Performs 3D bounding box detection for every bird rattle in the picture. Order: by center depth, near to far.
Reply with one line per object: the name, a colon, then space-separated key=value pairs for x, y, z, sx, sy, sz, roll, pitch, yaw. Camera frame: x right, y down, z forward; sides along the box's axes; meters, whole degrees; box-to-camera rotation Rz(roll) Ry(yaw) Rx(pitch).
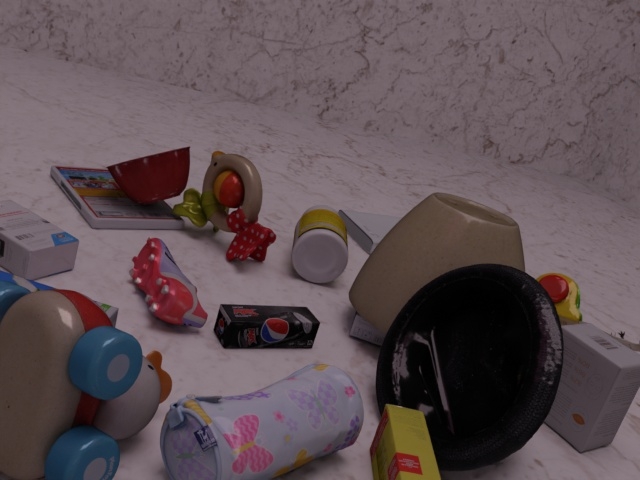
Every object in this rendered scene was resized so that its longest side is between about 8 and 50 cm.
bird rattle: x=-0.191 y=-0.075 z=1.510 sx=0.143 sy=0.206 sz=0.254 roll=-2 pitch=24 yaw=-40

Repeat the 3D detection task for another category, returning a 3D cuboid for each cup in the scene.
cup: x=0.245 y=0.049 z=1.351 sx=0.331 sy=0.236 sz=0.331 roll=17 pitch=15 yaw=-5

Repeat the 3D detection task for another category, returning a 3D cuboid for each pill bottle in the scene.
pill bottle: x=0.000 y=0.000 z=1.580 sx=0.119 sy=0.119 sz=0.208 roll=15 pitch=21 yaw=-5

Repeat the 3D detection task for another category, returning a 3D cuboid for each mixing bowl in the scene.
mixing bowl: x=-0.354 y=-0.134 z=1.552 sx=0.182 sy=0.098 sz=0.181 roll=-14 pitch=9 yaw=2

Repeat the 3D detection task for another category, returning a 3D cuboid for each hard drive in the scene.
hard drive: x=0.218 y=-0.011 z=1.904 sx=0.308 sy=0.040 sz=0.203 roll=7 pitch=23 yaw=-29

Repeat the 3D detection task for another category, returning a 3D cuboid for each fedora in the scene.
fedora: x=0.243 y=0.205 z=1.109 sx=0.152 sy=0.334 sz=0.334 roll=45 pitch=0 yaw=-38

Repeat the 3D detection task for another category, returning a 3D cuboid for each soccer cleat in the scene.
soccer cleat: x=-0.265 y=0.073 z=1.257 sx=0.095 sy=0.083 sz=0.248 roll=34 pitch=6 yaw=-32

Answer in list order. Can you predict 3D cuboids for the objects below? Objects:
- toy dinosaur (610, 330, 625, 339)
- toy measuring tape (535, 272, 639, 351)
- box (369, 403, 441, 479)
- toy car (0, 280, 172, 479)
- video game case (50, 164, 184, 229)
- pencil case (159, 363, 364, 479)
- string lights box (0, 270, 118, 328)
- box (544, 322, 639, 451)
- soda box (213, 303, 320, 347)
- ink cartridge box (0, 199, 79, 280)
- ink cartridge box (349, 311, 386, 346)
toy dinosaur: x=0.663 y=0.237 z=1.624 sx=0.090 sy=0.047 sz=0.082 roll=36 pitch=45 yaw=13
toy measuring tape: x=0.588 y=0.150 z=1.634 sx=0.330 sy=0.121 sz=0.121 roll=20 pitch=18 yaw=32
box: x=0.109 y=0.309 z=0.912 sx=0.058 sy=0.087 sz=0.232 roll=15 pitch=21 yaw=-6
toy car: x=-0.263 y=0.162 z=0.861 sx=0.219 sy=0.210 sz=0.238 roll=16 pitch=4 yaw=31
video game case: x=-0.452 y=-0.096 z=1.599 sx=0.204 sy=0.025 sz=0.285 roll=0 pitch=27 yaw=-39
pencil case: x=-0.067 y=0.235 z=0.916 sx=0.273 sy=0.113 sz=0.124 roll=-4 pitch=51 yaw=-47
string lights box: x=-0.431 y=0.112 z=0.997 sx=0.260 sy=0.076 sz=0.133 roll=18 pitch=21 yaw=2
box: x=0.450 y=0.246 z=1.230 sx=0.091 sy=0.170 sz=0.130 roll=0 pitch=26 yaw=-36
soda box: x=-0.089 y=0.145 z=1.223 sx=0.169 sy=0.053 sz=0.060 roll=4 pitch=24 yaw=-31
ink cartridge box: x=-0.520 y=-0.003 z=1.248 sx=0.180 sy=0.060 sz=0.104 roll=27 pitch=23 yaw=23
ink cartridge box: x=0.162 y=0.175 z=1.359 sx=0.207 sy=0.046 sz=0.097 roll=20 pitch=18 yaw=4
